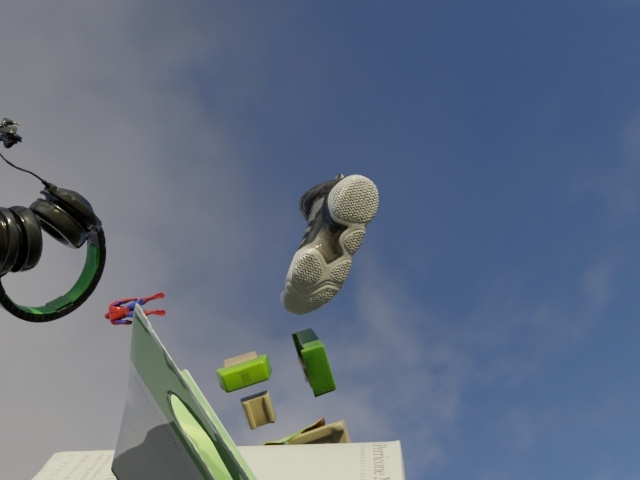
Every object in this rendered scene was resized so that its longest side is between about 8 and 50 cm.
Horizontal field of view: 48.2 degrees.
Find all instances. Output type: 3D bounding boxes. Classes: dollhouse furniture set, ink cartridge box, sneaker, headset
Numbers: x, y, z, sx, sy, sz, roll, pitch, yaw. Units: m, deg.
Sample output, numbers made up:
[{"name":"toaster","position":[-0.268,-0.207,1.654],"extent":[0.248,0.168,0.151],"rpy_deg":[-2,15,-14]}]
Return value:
[{"name":"dollhouse furniture set","position":[-0.056,0.340,1.293],"extent":[0.198,0.151,0.301],"rpy_deg":[-17,-86,-8]},{"name":"ink cartridge box","position":[-0.066,0.157,0.454],"extent":[0.056,0.171,0.235],"rpy_deg":[-22,-28,-35]},{"name":"sneaker","position":[0.000,0.000,1.289],"extent":[0.101,0.153,0.268],"rpy_deg":[28,-88,-23]},{"name":"headset","position":[-0.562,-0.034,1.385],"extent":[0.243,0.185,0.394],"rpy_deg":[-32,-50,-42]}]

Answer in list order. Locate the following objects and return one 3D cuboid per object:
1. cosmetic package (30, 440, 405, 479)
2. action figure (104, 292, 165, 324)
[{"name":"cosmetic package","position":[-0.103,0.306,0.687],"extent":[0.385,0.217,0.156],"rpy_deg":[-5,-84,2]},{"name":"action figure","position":[-0.262,0.098,1.000],"extent":[0.030,0.115,0.038],"rpy_deg":[2,-102,-58]}]
